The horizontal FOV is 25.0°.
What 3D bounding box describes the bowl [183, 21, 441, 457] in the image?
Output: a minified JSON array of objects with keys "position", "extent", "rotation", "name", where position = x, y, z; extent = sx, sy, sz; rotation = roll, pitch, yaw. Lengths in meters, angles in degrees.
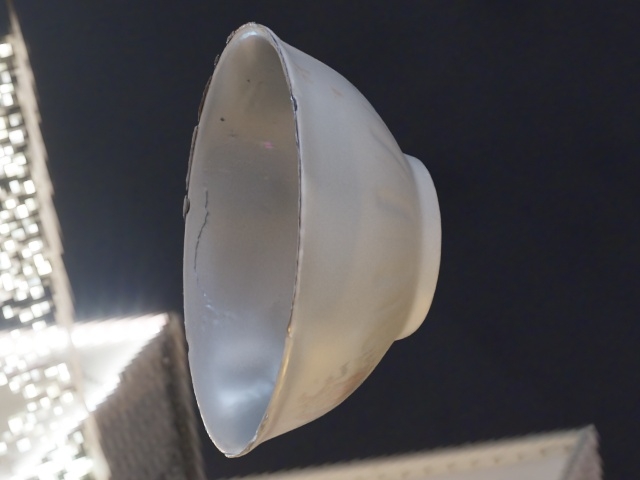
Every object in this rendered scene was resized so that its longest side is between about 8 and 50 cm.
[{"position":[0.000,0.000,0.641],"extent":[0.189,0.086,0.189],"rotation":[-177,-90,-70],"name":"bowl"}]
